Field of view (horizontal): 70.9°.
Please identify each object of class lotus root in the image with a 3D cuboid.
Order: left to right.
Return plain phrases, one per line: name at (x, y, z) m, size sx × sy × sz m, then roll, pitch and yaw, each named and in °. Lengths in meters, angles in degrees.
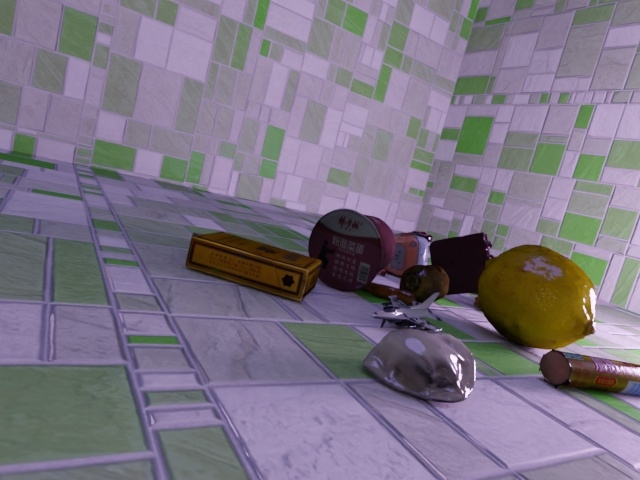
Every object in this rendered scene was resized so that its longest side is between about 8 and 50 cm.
lotus root at (0.324, 0.134, 1.393) m, size 0.124 × 0.123 × 0.241 m, roll -14°, pitch -7°, yaw 32°

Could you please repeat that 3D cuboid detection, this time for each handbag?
handbag at (0.502, 0.086, 1.582) m, size 0.216 × 0.203 × 0.074 m, roll -12°, pitch -5°, yaw 30°

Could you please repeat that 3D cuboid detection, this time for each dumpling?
dumpling at (0.173, 0.207, 0.755) m, size 0.176 × 0.092 × 0.150 m, roll 17°, pitch 20°, yaw -25°

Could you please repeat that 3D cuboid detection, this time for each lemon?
lemon at (0.570, 0.155, 1.196) m, size 0.268 × 0.268 × 0.322 m, roll 9°, pitch 32°, yaw -37°

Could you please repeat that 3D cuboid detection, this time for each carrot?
carrot at (0.184, 0.151, 1.319) m, size 0.191 × 0.047 × 0.047 m, roll 13°, pitch 7°, yaw 24°

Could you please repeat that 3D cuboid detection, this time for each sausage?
sausage at (0.652, 0.302, 0.993) m, size 0.371 × 0.082 × 0.082 m, roll 12°, pitch 8°, yaw -21°

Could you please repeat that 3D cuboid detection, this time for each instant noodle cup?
instant noodle cup at (0.105, 0.019, 1.324) m, size 0.234 × 0.235 × 0.178 m, roll 19°, pitch 15°, yaw 26°

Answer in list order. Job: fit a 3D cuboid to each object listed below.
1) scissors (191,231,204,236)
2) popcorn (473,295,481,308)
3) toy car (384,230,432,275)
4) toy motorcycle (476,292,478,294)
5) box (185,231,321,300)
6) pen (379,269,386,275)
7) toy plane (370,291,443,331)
scissors at (-0.250, 0.028, 1.370) m, size 0.289 × 0.041 × 0.138 m, roll 18°, pitch 6°, yaw -5°
popcorn at (0.563, 0.211, 1.519) m, size 0.083 × 0.057 × 0.082 m, roll 11°, pitch 15°, yaw -47°
toy car at (0.325, 0.053, 1.812) m, size 0.212 × 0.181 × 0.270 m, roll 4°, pitch 7°, yaw 2°
toy motorcycle at (0.672, 0.216, 1.588) m, size 0.157 × 0.091 × 0.263 m, roll 18°, pitch 5°, yaw -43°
box at (-0.162, 0.059, 1.157) m, size 0.301 × 0.084 × 0.193 m, roll 16°, pitch 8°, yaw 9°
pen at (0.140, 0.091, 1.696) m, size 0.218 × 0.026 × 0.026 m, roll 16°, pitch 8°, yaw 11°
toy plane at (0.197, 0.179, 1.062) m, size 0.234 × 0.082 × 0.160 m, roll -10°, pitch 32°, yaw -36°
